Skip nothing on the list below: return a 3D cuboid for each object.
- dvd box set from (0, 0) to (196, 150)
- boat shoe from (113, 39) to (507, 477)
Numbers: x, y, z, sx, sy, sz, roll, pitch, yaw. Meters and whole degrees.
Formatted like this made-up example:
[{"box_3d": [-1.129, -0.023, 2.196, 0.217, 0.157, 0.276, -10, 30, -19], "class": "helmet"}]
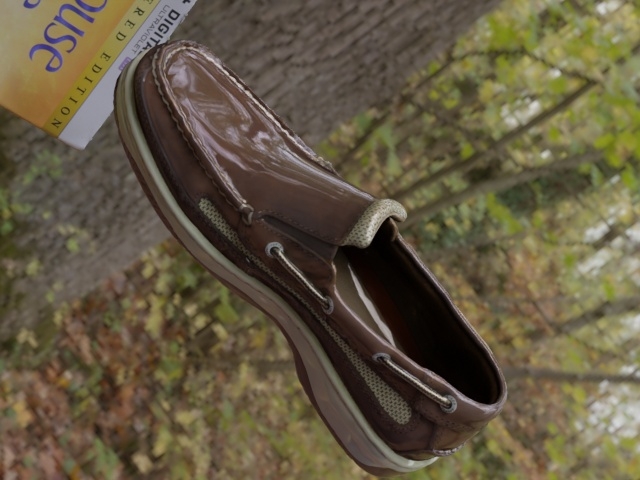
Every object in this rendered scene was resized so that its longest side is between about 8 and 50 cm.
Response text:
[{"box_3d": [-0.255, -0.279, 0.823, 0.420, 0.307, 0.062, 32, 27, -23], "class": "dvd box set"}, {"box_3d": [0.004, -0.004, 0.628, 0.257, 0.095, 0.095, 52, 43, -7], "class": "boat shoe"}]
